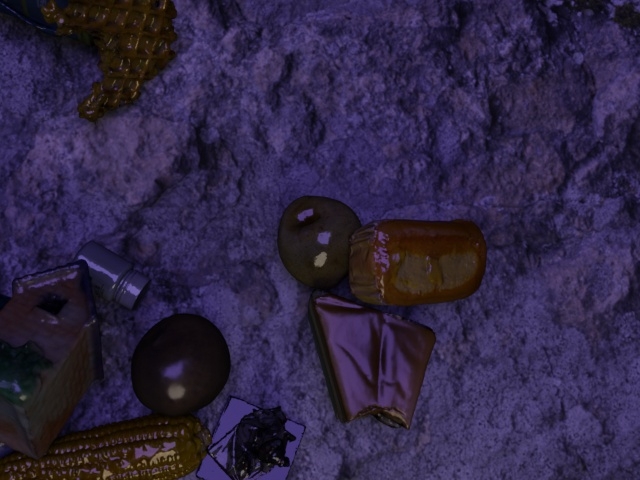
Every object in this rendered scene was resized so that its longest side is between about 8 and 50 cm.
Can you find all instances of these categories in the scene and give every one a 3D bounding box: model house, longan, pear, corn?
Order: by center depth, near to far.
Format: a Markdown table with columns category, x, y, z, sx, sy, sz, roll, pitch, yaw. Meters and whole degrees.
| category | x | y | z | sx | sy | sz | roll | pitch | yaw |
| --- | --- | --- | --- | --- | --- | --- | --- | --- | --- |
| model house | -0.504 | 0.143 | 1.277 | 0.312 | 0.245 | 0.280 | 21 | 50 | 10 |
| corn | -0.361 | 0.367 | 1.313 | 0.362 | 0.120 | 0.121 | -13 | 79 | -10 |
| longan | -0.237 | 0.212 | 1.336 | 0.167 | 0.187 | 0.168 | 7 | 111 | 18 |
| pear | 0.000 | 0.000 | 1.430 | 0.167 | 0.137 | 0.167 | -20 | 45 | 21 |

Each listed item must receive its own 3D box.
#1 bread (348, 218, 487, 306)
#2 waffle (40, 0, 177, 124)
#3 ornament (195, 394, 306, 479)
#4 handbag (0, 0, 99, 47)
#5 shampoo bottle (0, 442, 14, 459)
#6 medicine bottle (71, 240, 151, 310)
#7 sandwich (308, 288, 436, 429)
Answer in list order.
| category | x | y | z | sx | sy | sz | roll | pitch | yaw |
| --- | --- | --- | --- | --- | --- | --- | --- | --- | --- |
| bread | 0.171 | 0.037 | 1.400 | 0.288 | 0.119 | 0.153 | 0 | 87 | -42 |
| waffle | -0.350 | -0.364 | 1.403 | 0.069 | 0.293 | 0.260 | 34 | 63 | 23 |
| ornament | -0.105 | 0.345 | 1.315 | 0.153 | 0.196 | 0.166 | 22 | 74 | -3 |
| handbag | -0.492 | -0.505 | 1.424 | 0.240 | 0.263 | 0.222 | 18 | 54 | 0 |
| shampoo bottle | -0.525 | 0.322 | 1.326 | 0.214 | 0.072 | 0.072 | -32 | 83 | -14 |
| medicine bottle | -0.372 | 0.064 | 1.400 | 0.130 | 0.080 | 0.080 | 31 | 75 | 0 |
| sandwich | 0.059 | 0.220 | 1.385 | 0.227 | 0.155 | 0.199 | 20 | 75 | -3 |
